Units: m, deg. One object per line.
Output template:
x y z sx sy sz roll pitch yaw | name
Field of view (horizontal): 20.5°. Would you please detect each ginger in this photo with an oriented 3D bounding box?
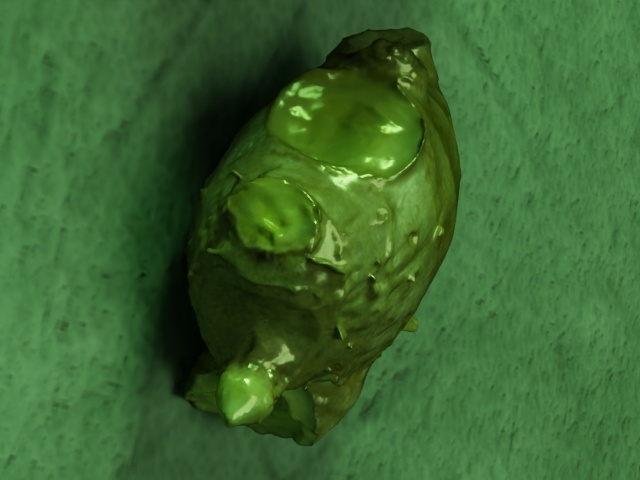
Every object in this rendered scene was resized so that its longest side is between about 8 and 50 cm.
0.000 0.000 0.750 0.157 0.102 0.216 99 17 -45 | ginger
